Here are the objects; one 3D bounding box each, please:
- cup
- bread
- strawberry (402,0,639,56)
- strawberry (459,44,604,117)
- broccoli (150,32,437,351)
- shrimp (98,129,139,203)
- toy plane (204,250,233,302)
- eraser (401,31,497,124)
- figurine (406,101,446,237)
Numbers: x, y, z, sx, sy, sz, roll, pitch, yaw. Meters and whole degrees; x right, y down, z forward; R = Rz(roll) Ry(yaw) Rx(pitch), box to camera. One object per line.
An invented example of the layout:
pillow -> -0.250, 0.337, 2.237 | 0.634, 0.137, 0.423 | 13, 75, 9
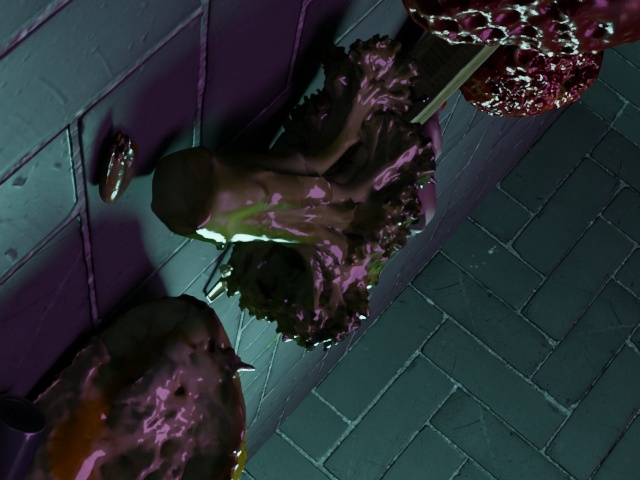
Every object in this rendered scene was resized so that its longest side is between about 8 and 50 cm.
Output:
cup -> -0.346, 0.217, 1.333 | 0.077, 0.078, 0.100 | -59, 178, 18
bread -> -0.222, 0.279, 1.571 | 0.361, 0.250, 0.394 | -48, 170, -11
strawberry -> 0.269, -0.348, 1.466 | 0.345, 0.295, 0.317 | -29, 180, -9
strawberry -> 0.387, -0.332, 2.130 | 0.274, 0.220, 0.274 | -53, 172, -10
broccoli -> -0.041, -0.018, 1.409 | 0.397, 0.274, 0.353 | -48, 127, -47
shrimp -> -0.187, -0.077, 1.133 | 0.059, 0.023, 0.108 | -55, 174, -38
toy plane -> -0.069, 0.031, 1.735 | 0.229, 0.092, 0.244 | -20, 155, 1
eraser -> 0.169, -0.249, 1.751 | 0.343, 0.078, 0.144 | -45, 174, 34
figurine -> 0.123, -0.128, 2.002 | 0.186, 0.176, 0.287 | 59, 44, -36
